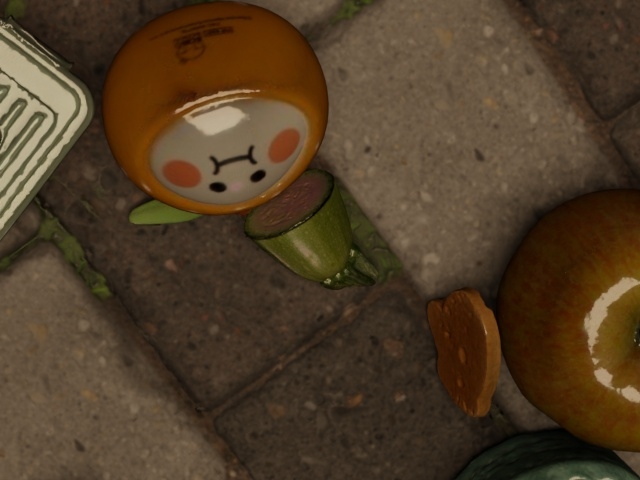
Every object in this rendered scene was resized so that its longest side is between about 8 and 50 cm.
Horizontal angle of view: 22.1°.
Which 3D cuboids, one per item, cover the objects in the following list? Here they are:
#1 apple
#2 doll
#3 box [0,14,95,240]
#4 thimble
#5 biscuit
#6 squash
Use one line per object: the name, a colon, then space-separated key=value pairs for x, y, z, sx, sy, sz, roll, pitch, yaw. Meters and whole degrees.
apple: x=0.303 y=0.080 z=1.583 sx=0.264 sy=0.264 sz=0.264 roll=-1 pitch=99 yaw=-7
doll: x=-0.096 y=-0.105 z=1.544 sx=0.213 sy=0.213 sz=0.236 roll=-11 pitch=138 yaw=-5
box: x=-0.331 y=-0.094 z=1.528 sx=0.163 sy=0.135 sz=0.243 roll=36 pitch=92 yaw=-12
thimble: x=0.230 y=0.306 z=1.661 sx=0.235 sy=0.143 sz=0.198 roll=-25 pitch=101 yaw=-1
biscuit: x=0.144 y=0.102 z=1.638 sx=0.023 sy=0.118 sz=0.140 roll=-15 pitch=139 yaw=-22
squash: x=-0.002 y=0.008 z=1.621 sx=0.105 sy=0.105 sz=0.132 roll=-35 pitch=120 yaw=-1
